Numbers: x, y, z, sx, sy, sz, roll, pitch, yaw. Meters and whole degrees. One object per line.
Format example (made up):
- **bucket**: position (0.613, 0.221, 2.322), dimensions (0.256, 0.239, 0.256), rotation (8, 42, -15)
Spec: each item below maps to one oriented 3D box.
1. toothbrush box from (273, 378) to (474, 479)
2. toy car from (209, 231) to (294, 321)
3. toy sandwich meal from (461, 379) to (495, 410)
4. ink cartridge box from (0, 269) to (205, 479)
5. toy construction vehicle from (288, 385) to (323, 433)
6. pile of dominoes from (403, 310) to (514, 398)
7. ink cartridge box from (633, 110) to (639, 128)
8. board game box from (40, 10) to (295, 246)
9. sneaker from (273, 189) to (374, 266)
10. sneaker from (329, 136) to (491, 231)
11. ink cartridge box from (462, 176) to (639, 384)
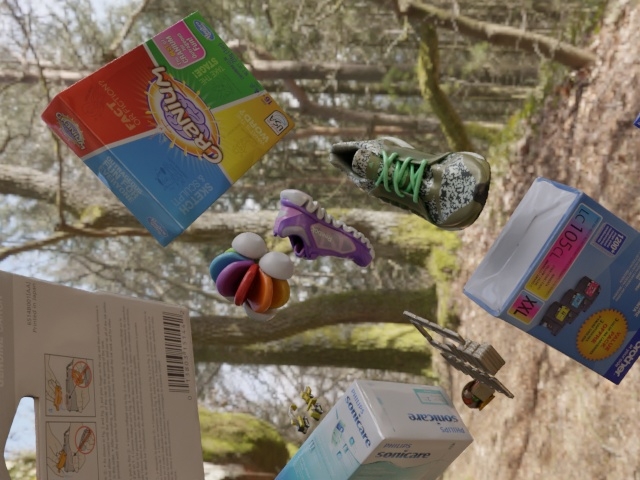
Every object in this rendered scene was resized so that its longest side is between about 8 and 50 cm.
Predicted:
- **toothbrush box**: position (0.088, 0.390, 1.246), dimensions (0.295, 0.217, 0.126), rotation (-56, 41, 28)
- **toy car**: position (-0.156, 0.083, 1.481), dimensions (0.136, 0.182, 0.159), rotation (-16, -46, -54)
- **toy sandwich meal**: position (0.375, 0.364, 1.671), dimensions (0.029, 0.086, 0.085), rotation (-103, 14, -76)
- **ink cartridge box**: position (-0.205, 0.190, 0.626), dimensions (0.261, 0.066, 0.296), rotation (25, -129, -58)
- **toy construction vehicle**: position (-0.036, 0.368, 1.534), dimensions (0.085, 0.035, 0.098), rotation (-65, 27, 23)
- **pile of dominoes**: position (0.302, 0.231, 1.513), dimensions (0.196, 0.040, 0.251), rotation (48, 170, -19)
- **ink cartridge box**: position (0.622, -0.275, 1.245), dimensions (0.207, 0.046, 0.097), rotation (-49, -9, -39)
- **board game box**: position (-0.206, -0.175, 1.045), dimensions (0.064, 0.242, 0.316), rotation (-32, 15, 44)
- **sneaker**: position (0.000, 0.000, 1.368), dimensions (0.095, 0.236, 0.104), rotation (3, 63, 59)
- **sneaker**: position (0.150, -0.119, 1.353), dimensions (0.410, 0.182, 0.157), rotation (23, 104, 57)
- **ink cartridge box**: position (0.515, 0.092, 1.349), dimensions (0.269, 0.396, 0.151), rotation (-58, 24, 8)
